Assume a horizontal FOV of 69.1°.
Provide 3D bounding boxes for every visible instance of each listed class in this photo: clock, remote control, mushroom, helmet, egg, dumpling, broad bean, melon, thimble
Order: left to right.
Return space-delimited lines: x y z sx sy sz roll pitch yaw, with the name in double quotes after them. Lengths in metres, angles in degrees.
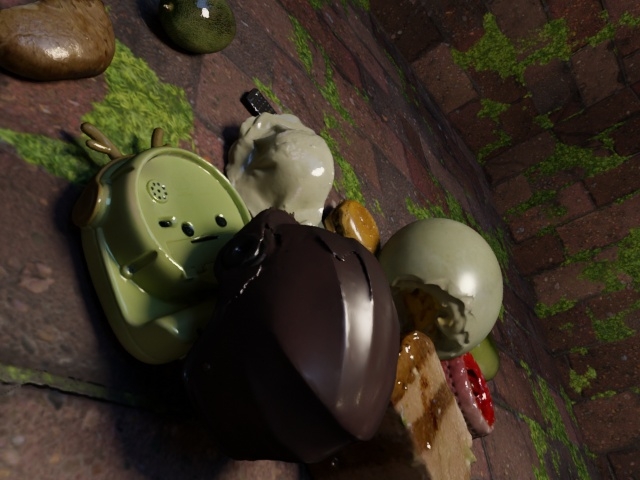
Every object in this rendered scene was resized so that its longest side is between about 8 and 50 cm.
-0.319 -0.253 0.589 0.094 0.072 0.210 64 26 -16 "mushroom"
-0.181 -0.017 0.586 0.235 0.096 0.308 -17 80 -61 "clock"
-0.221 -0.399 0.836 0.114 0.114 0.167 64 25 4 "melon"
-0.073 -0.124 0.832 0.192 0.147 0.258 0 67 -25 "dumpling"
-0.078 -0.222 1.012 0.245 0.025 0.063 49 32 -23 "remote control"
-0.002 0.097 0.521 0.225 0.177 0.306 46 52 -46 "helmet"
0.252 0.091 1.017 0.278 0.278 0.336 57 30 -9 "egg"
0.299 0.347 1.033 0.163 0.125 0.190 31 40 -48 "thimble"
0.403 0.263 1.290 0.291 0.119 0.238 54 20 -19 "broad bean"

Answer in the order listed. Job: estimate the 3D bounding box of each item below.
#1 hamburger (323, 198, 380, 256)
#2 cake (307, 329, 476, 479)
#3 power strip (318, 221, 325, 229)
0.073 -0.018 1.025 0.147 0.083 0.138 61 24 -9 "hamburger"
0.104 0.302 0.679 0.196 0.198 0.293 -14 79 -64 "cake"
0.000 0.000 0.952 0.051 0.019 0.136 -13 77 -60 "power strip"
